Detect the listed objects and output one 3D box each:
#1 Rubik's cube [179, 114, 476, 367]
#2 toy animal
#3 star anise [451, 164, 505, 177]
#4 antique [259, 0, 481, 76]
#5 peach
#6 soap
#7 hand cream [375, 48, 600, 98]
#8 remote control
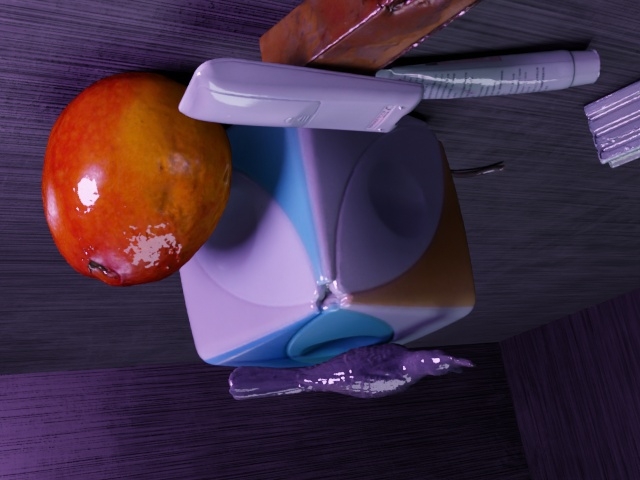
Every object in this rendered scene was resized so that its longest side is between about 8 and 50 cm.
[{"bbox_3d":[0.000,0.000,1.244,0.347,0.352,0.351,7,157,-41],"label":"Rubik's cube"},{"bbox_3d":[0.064,0.205,1.215,0.367,0.081,0.206,-7,167,15],"label":"toy animal"},{"bbox_3d":[0.218,-0.140,1.476,0.227,0.218,0.148,-47,157,-47],"label":"star anise"},{"bbox_3d":[0.062,-0.266,0.910,0.093,0.087,0.310,9,154,-43],"label":"antique"},{"bbox_3d":[-0.239,-0.074,1.028,0.281,0.281,0.238,-16,160,16],"label":"peach"},{"bbox_3d":[0.552,-0.210,1.295,0.198,0.114,0.063,-24,158,38],"label":"soap"},{"bbox_3d":[0.240,-0.235,1.137,0.331,0.058,0.085,-8,163,-6],"label":"hand cream"},{"bbox_3d":[-0.019,-0.166,0.950,0.293,0.051,0.103,-1,159,-25],"label":"remote control"}]
